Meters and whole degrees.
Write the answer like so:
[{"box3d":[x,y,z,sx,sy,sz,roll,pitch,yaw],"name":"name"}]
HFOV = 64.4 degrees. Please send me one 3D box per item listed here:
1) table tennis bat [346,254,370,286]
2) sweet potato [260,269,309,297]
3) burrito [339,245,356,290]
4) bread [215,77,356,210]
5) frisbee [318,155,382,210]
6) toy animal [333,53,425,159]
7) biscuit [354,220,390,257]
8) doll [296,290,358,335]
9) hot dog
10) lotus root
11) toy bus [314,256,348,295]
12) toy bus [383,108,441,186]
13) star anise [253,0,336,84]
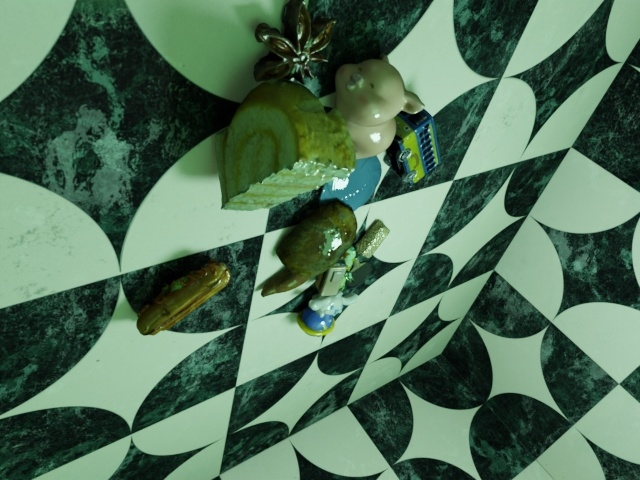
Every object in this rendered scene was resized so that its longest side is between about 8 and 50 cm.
[{"box3d":[0.171,0.137,2.344,0.138,0.022,0.247,-34,148,-11],"name":"table tennis bat"},{"box3d":[-0.103,0.141,1.993,0.291,0.097,0.097,-39,148,-2],"name":"sweet potato"},{"box3d":[0.107,0.127,2.185,0.054,0.104,0.288,-28,147,-37],"name":"burrito"},{"box3d":[-0.127,-0.247,1.340,0.239,0.264,0.395,-9,174,-46],"name":"bread"},{"box3d":[0.121,-0.190,1.870,0.289,0.049,0.290,-28,146,-21],"name":"frisbee"},{"box3d":[0.146,-0.388,1.521,0.269,0.237,0.326,-36,153,9],"name":"toy animal"},{"box3d":[0.224,-0.005,2.182,0.168,0.070,0.082,-51,151,12],"name":"biscuit"},{"box3d":[0.023,0.306,2.285,0.310,0.159,0.243,-13,125,-38],"name":"doll"},{"box3d":[-0.451,0.179,1.654,0.348,0.117,0.158,-37,176,6],"name":"hot dog"},{"box3d":[0.004,0.004,1.865,0.314,0.142,0.210,-43,149,17],"name":"lotus root"},{"box3d":[0.044,0.140,2.119,0.091,0.103,0.182,-1,133,-23],"name":"toy bus"},{"box3d":[0.316,-0.343,1.807,0.175,0.138,0.288,-38,148,-3],"name":"toy bus"},{"box3d":[-0.078,-0.489,1.268,0.219,0.099,0.214,-7,121,-35],"name":"star anise"}]
